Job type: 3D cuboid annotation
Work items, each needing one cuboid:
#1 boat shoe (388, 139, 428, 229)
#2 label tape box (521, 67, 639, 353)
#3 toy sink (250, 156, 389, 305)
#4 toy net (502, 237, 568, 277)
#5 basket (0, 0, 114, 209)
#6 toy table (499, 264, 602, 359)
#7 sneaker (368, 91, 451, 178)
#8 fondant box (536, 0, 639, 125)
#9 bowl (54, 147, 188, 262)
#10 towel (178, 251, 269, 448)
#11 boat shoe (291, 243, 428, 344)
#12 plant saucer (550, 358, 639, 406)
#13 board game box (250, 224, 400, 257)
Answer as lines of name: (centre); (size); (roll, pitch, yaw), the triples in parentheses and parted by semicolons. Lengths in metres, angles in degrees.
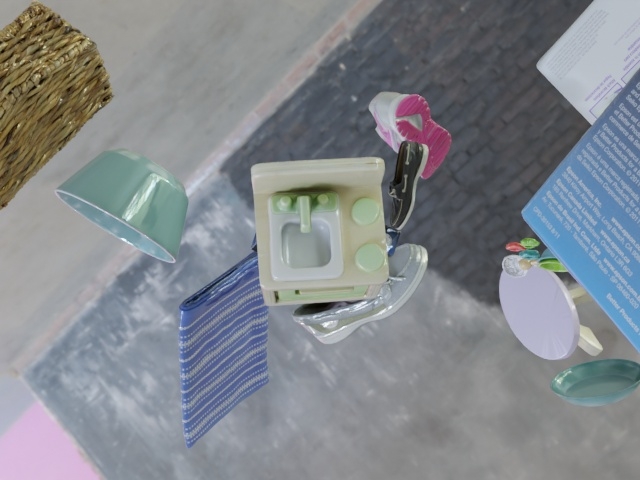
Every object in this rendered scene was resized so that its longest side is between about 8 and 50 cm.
boat shoe: (0.114, -0.078, 1.220); (0.046, 0.038, 0.125); (-135, -120, -66)
label tape box: (0.378, -0.063, 0.776); (0.115, 0.249, 0.348); (6, 130, -42)
toy sink: (-0.001, 0.001, 1.056); (0.152, 0.131, 0.234); (-4, 166, -3)
toy net: (0.425, 0.045, 1.817); (0.232, 0.122, 0.045); (137, -38, -72)
basket: (-0.499, -0.228, 1.308); (0.299, 0.223, 0.213); (-49, 169, -14)
toy table: (0.581, 0.170, 2.174); (0.160, 0.274, 0.252); (7, 146, -40)
sneaker: (0.178, -0.222, 1.760); (0.103, 0.111, 0.252); (-48, 141, -9)
fondant box: (0.468, -0.191, 1.075); (0.096, 0.330, 0.238); (-19, 156, -52)
bowl: (-0.425, -0.096, 1.986); (0.163, 0.311, 0.311); (-62, 175, -12)
towel: (-0.170, 0.199, 1.626); (0.243, 0.040, 0.336); (-36, 139, -45)
boat shoe: (0.082, 0.102, 1.791); (0.320, 0.103, 0.118); (-35, -144, 31)
plant saucer: (0.357, 0.185, 1.125); (0.119, 0.021, 0.119); (-15, -170, 3)
board game box: (0.000, 0.000, 1.352); (0.243, 0.165, 0.042); (144, -33, -68)
